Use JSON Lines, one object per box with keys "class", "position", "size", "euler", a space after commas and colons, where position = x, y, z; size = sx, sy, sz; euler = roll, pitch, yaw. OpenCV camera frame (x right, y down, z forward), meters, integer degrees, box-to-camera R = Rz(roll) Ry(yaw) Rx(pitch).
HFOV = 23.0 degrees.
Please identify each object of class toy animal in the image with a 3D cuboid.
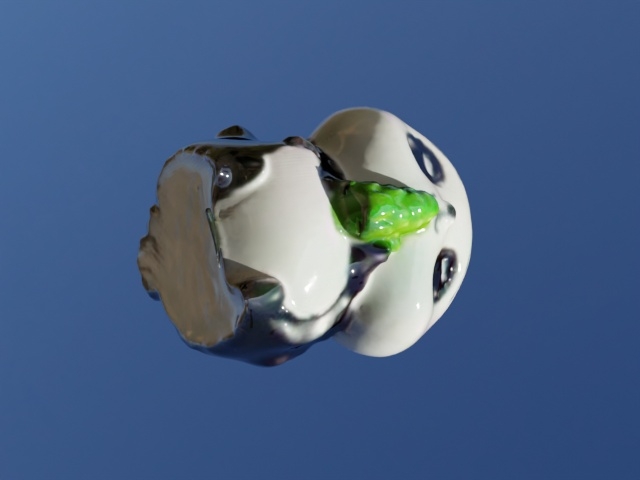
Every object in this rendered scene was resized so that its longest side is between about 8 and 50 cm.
{"class": "toy animal", "position": [0.005, -0.003, 1.289], "size": [0.266, 0.212, 0.212], "euler": [-8, -154, -24]}
